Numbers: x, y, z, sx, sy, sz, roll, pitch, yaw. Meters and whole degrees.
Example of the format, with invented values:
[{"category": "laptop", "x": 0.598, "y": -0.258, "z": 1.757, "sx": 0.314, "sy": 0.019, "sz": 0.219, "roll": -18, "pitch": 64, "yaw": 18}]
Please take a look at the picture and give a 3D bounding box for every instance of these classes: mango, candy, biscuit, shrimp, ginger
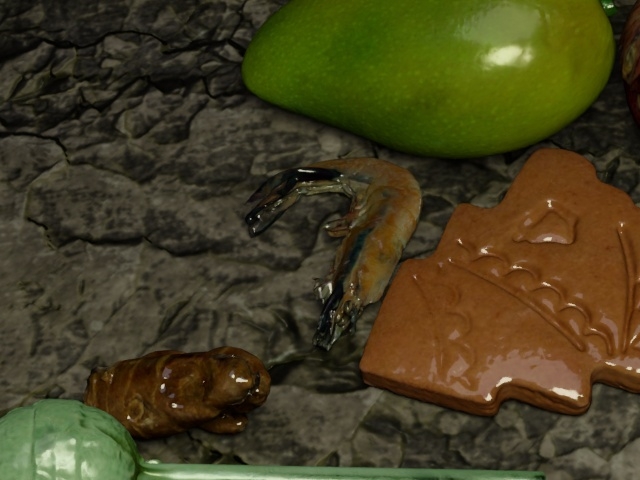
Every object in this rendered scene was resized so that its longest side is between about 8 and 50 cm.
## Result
[{"category": "mango", "x": 0.091, "y": -0.164, "z": 1.597, "sx": 0.343, "sy": 0.156, "sz": 0.192, "roll": -2, "pitch": 57, "yaw": 23}, {"category": "candy", "x": -0.045, "y": 0.179, "z": 1.373, "sx": 0.440, "sy": 0.119, "sz": 0.119, "roll": 1, "pitch": 51, "yaw": -6}, {"category": "biscuit", "x": 0.173, "y": 0.050, "z": 1.485, "sx": 0.306, "sy": 0.043, "sz": 0.284, "roll": -23, "pitch": 52, "yaw": -10}, {"category": "shrimp", "x": 0.000, "y": 0.000, "z": 1.548, "sx": 0.152, "sy": 0.046, "sz": 0.219, "roll": 10, "pitch": 50, "yaw": 15}, {"category": "ginger", "x": -0.104, "y": 0.124, "z": 1.440, "sx": 0.162, "sy": 0.103, "sz": 0.073, "roll": -7, "pitch": 91, "yaw": 29}]

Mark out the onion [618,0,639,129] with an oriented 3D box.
[{"category": "onion", "x": 0.375, "y": -0.163, "z": 1.535, "sx": 0.246, "sy": 0.190, "sz": 0.246, "roll": -17, "pitch": 43, "yaw": 17}]
